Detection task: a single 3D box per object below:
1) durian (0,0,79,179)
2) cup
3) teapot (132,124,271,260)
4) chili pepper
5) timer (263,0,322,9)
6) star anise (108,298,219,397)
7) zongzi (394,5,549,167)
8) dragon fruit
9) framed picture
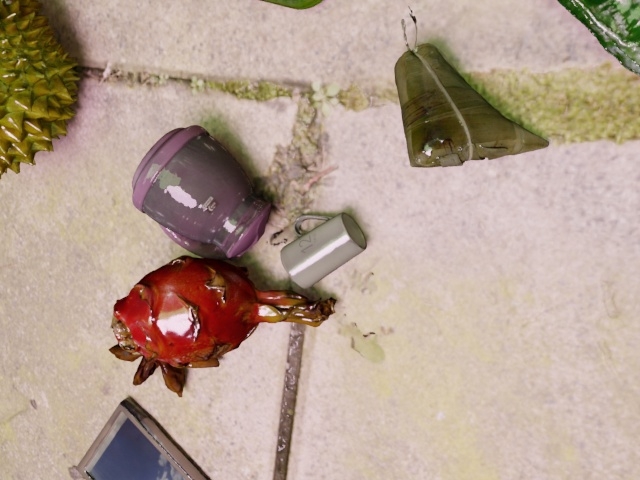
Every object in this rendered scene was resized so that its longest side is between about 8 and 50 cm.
[{"bbox_3d":[-0.424,-0.194,0.599,0.291,0.224,0.291,-15,59,27],"label":"durian"},{"bbox_3d":[0.003,0.004,0.558,0.083,0.075,0.054,-33,125,21],"label":"cup"},{"bbox_3d":[-0.134,-0.036,0.567,0.146,0.116,0.148,38,108,-3],"label":"teapot"},{"bbox_3d":[0.235,-0.209,0.409,0.227,0.059,0.088,47,109,5],"label":"chili pepper"},{"bbox_3d":[-0.035,-0.312,0.500,0.128,0.047,0.140,21,108,16],"label":"timer"},{"bbox_3d":[-0.208,0.135,0.659,0.167,0.057,0.168,2,97,20],"label":"star anise"},{"bbox_3d":[0.138,-0.148,0.476,0.130,0.062,0.154,-9,82,3],"label":"zongzi"},{"bbox_3d":[-0.104,0.080,0.567,0.246,0.125,0.125,-3,135,2],"label":"dragon fruit"},{"bbox_3d":[-0.242,0.378,0.747,0.260,0.023,0.189,42,116,8],"label":"framed picture"}]
